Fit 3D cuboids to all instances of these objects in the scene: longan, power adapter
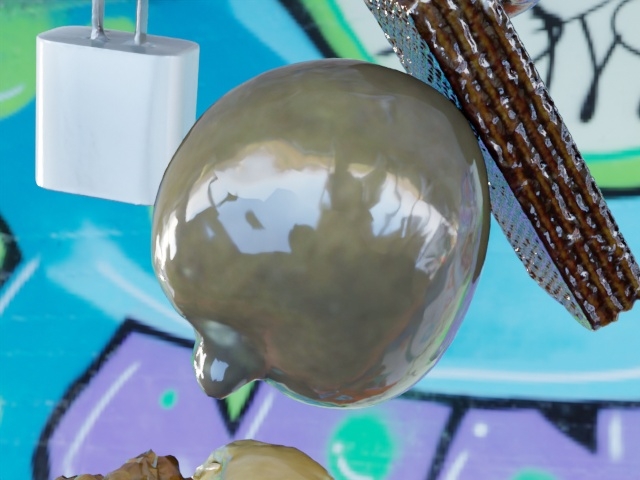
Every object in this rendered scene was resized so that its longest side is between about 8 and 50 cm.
[{"bbox_3d":[0.000,0.000,0.926,0.300,0.300,0.243,19,-170,-27],"label":"longan"},{"bbox_3d":[-0.247,-0.183,1.403,0.187,0.255,0.124,10,-159,10],"label":"power adapter"}]

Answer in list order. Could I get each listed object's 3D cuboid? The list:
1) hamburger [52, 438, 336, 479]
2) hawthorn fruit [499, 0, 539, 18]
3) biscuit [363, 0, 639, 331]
[{"bbox_3d":[-0.039,0.165,0.364,0.155,0.245,0.282,-10,-165,-6],"label":"hamburger"},{"bbox_3d":[0.190,-0.335,1.296,0.189,0.189,0.189,6,157,2],"label":"hawthorn fruit"},{"bbox_3d":[0.165,-0.079,0.989,0.388,0.073,0.107,55,176,-31],"label":"biscuit"}]
